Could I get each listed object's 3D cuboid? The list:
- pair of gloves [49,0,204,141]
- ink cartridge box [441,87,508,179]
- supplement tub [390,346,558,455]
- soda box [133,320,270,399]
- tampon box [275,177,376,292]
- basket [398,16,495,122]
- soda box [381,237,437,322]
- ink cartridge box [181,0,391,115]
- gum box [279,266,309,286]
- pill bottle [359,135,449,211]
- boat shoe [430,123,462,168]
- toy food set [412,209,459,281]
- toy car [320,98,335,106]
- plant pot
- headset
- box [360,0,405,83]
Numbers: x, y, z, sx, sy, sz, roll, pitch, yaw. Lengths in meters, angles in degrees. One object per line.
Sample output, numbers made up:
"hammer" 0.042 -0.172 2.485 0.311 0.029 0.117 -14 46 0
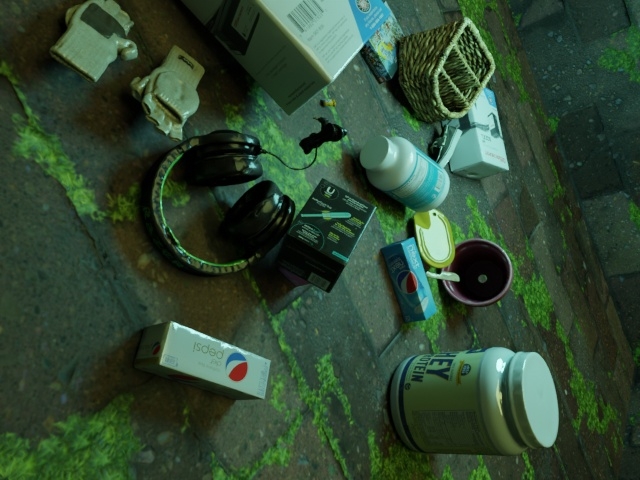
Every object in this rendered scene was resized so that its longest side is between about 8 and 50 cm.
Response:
"pair of gloves" -0.309 -0.289 0.888 0.240 0.042 0.204 31 42 -34
"ink cartridge box" 0.539 -0.388 1.900 0.223 0.129 0.307 4 75 -50
"supplement tub" 0.353 0.375 1.252 0.235 0.325 0.235 21 61 -45
"soda box" -0.184 0.200 0.869 0.216 0.074 0.069 34 53 -39
"tampon box" 0.010 -0.011 1.001 0.120 0.101 0.161 29 51 2
"basket" 0.399 -0.501 1.663 0.299 0.223 0.213 26 64 -55
"soda box" 0.233 0.105 1.410 0.071 0.067 0.210 -21 93 -51
"ink cartridge box" -0.089 -0.502 1.072 0.395 0.166 0.285 45 56 -16
"gum box" 0.000 0.000 1.133 0.062 0.107 0.188 48 45 -29
"pill bottle" 0.220 -0.182 1.431 0.264 0.146 0.146 25 59 -43
"boat shoe" 0.393 -0.296 1.748 0.070 0.078 0.219 30 54 0
"toy food set" 0.314 0.019 1.547 0.128 0.071 0.217 2 73 -25
"toy car" 0.014 -0.397 1.335 0.041 0.060 0.122 -4 71 -19
"plant pot" 0.484 0.106 1.626 0.180 0.201 0.201 23 59 -62
"headset" -0.121 -0.101 0.961 0.394 0.185 0.243 -40 109 -37
"box" 0.189 -0.599 1.620 0.159 0.044 0.233 53 43 -25
